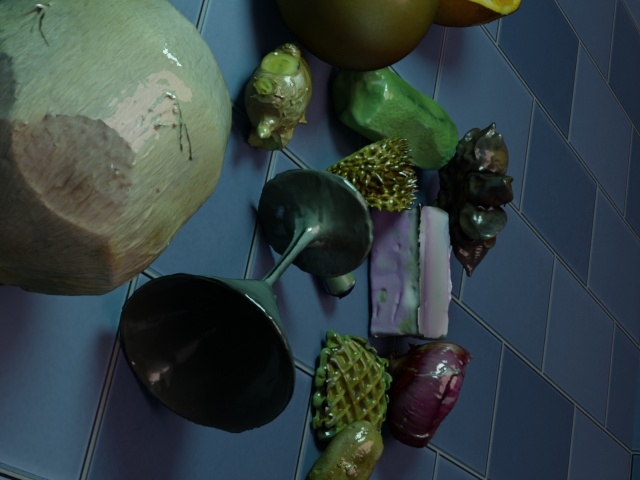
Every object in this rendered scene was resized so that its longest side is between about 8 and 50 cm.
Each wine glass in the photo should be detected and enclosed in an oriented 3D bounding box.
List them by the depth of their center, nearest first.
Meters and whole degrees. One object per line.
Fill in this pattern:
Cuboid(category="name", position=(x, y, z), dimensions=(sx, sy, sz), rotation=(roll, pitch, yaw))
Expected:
Cuboid(category="wine glass", position=(-0.080, 0.067, 1.709), dimensions=(0.406, 0.267, 0.267), rotation=(-49, 127, -53))

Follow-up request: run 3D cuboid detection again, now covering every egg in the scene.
Cuboid(category="egg", position=(0.055, -0.455, 1.927), dimensions=(0.282, 0.282, 0.351), rotation=(-5, 71, -58))

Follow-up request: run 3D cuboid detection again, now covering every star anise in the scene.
Cuboid(category="star anise", position=(0.300, -0.085, 2.308), dimensions=(0.108, 0.315, 0.315), rotation=(9, 77, -22))

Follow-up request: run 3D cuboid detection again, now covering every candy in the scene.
Cuboid(category="candy", position=(0.146, -0.240, 2.205), dimensions=(0.132, 0.142, 0.343), rotation=(-56, 146, 8))
Cuboid(category="candy", position=(0.177, 0.062, 2.222), dimensions=(0.155, 0.116, 0.265), rotation=(9, 79, -60))

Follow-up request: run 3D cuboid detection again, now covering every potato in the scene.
Cuboid(category="potato", position=(0.044, 0.392, 1.986), dimensions=(0.170, 0.080, 0.107), rotation=(-53, 137, -16))

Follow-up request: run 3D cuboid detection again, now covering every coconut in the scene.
Cuboid(category="coconut", position=(-0.298, -0.111, 1.305), dimensions=(0.360, 0.346, 0.346), rotation=(-43, 125, -27))

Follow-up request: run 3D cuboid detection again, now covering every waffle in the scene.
Cuboid(category="waffle", position=(0.056, 0.278, 2.071), dimensions=(0.208, 0.054, 0.214), rotation=(32, 64, -49))

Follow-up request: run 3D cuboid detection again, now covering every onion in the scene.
Cuboid(category="onion", position=(0.186, 0.277, 2.193), dimensions=(0.230, 0.163, 0.230), rotation=(-58, 178, -3))

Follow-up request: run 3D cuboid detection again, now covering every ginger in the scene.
Cuboid(category="ginger", position=(-0.070, -0.234, 1.881), dimensions=(0.157, 0.102, 0.216), rotation=(94, 15, -44))

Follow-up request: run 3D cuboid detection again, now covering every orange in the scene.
Cuboid(category="orange", position=(0.270, -0.555, 2.311), dimensions=(0.310, 0.274, 0.274), rotation=(-12, 100, -14))

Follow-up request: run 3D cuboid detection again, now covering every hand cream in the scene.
Cuboid(category="hand cream", position=(0.000, 0.000, 2.018), dimensions=(0.086, 0.055, 0.235), rotation=(-48, 119, -52))

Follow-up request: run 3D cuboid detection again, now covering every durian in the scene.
Cuboid(category="durian", position=(0.101, -0.128, 2.100), dimensions=(0.252, 0.139, 0.144), rotation=(-27, 123, -55))
